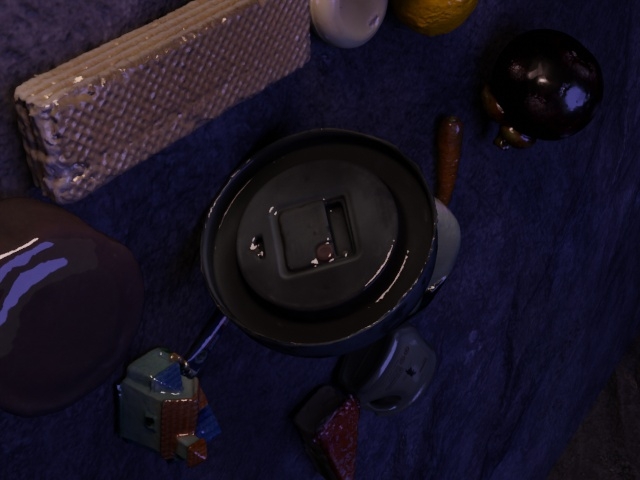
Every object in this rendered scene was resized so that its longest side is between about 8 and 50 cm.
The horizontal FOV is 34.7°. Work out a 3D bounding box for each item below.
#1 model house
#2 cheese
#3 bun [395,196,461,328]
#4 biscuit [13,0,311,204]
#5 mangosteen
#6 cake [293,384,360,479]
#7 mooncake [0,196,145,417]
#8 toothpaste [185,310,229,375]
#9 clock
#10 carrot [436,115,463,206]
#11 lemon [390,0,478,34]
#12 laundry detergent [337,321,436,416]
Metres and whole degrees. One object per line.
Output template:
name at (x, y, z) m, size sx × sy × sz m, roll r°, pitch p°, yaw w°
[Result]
model house at (-0.191, 0.242, 1.412) m, size 0.119 × 0.149 × 0.148 m, roll -25°, pitch 131°, yaw -46°
cheese at (0.016, -0.355, 1.399) m, size 0.227 × 0.064 × 0.137 m, roll 37°, pitch 78°, yaw -55°
bun at (0.067, 0.014, 1.611) m, size 0.283 × 0.179 × 0.283 m, roll -17°, pitch 131°, yaw -20°
biscuit at (-0.172, -0.195, 1.227) m, size 0.426 × 0.078 × 0.144 m, roll -36°, pitch 137°, yaw -36°
mangosteen at (0.392, -0.260, 1.872) m, size 0.211 × 0.211 × 0.250 m, roll -18°, pitch 155°, yaw -48°
cake at (0.029, 0.346, 1.833) m, size 0.117 × 0.086 × 0.220 m, roll -48°, pitch 142°, yaw -21°
mooncake at (-0.321, 0.074, 1.140) m, size 0.245 × 0.133 × 0.245 m, roll -32°, pitch 134°, yaw -40°
toothpaste at (-0.158, 0.136, 1.506) m, size 0.140 × 0.021 × 0.037 m, roll -57°, pitch 144°, yaw -8°
clock at (0.000, 0.000, 1.369) m, size 0.325 × 0.325 × 0.067 m, roll -55°, pitch 152°, yaw -15°
carrot at (0.227, -0.138, 1.847) m, size 0.047 × 0.047 × 0.191 m, roll -34°, pitch 140°, yaw -38°
lemon at (0.168, -0.379, 1.523) m, size 0.142 × 0.142 × 0.187 m, roll -46°, pitch 155°, yaw -27°
laundry detergent at (0.137, 0.242, 1.912) m, size 0.181 × 0.091 × 0.253 m, roll -61°, pitch 147°, yaw -4°
